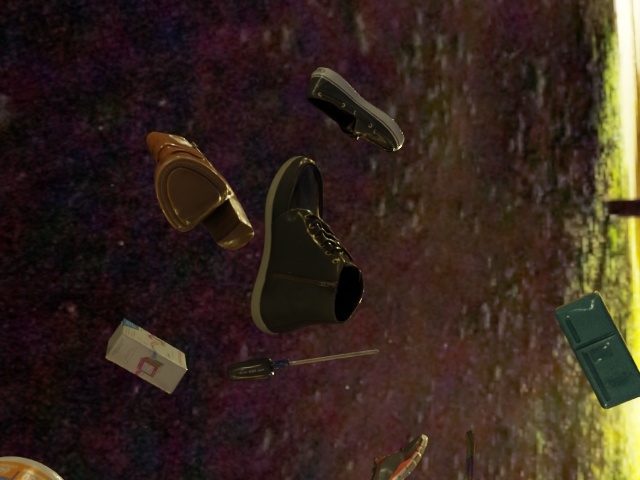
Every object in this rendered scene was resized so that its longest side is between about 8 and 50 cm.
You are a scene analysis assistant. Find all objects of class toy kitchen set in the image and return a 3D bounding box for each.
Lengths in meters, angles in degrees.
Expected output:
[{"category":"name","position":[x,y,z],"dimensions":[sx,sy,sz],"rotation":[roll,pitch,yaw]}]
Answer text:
[{"category":"toy kitchen set","position":[0.354,0.085,0.735],"dimensions":[0.122,0.207,0.166],"rotation":[65,19,11]}]

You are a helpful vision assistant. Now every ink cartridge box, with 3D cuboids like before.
[{"category":"ink cartridge box","position":[-0.283,0.189,1.198],"dimensions":[0.122,0.088,0.052],"rotation":[35,90,-17]}]

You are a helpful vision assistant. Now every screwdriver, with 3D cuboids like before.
[{"category":"screwdriver","position":[-0.021,0.131,0.805],"dimensions":[0.024,0.170,0.025],"rotation":[71,6,-63]}]

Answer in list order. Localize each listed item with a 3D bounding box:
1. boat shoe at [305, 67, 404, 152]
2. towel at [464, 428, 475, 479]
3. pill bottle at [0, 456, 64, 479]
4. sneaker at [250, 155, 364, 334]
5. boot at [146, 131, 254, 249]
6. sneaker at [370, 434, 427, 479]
[{"category":"boat shoe","position":[0.038,-0.140,0.842],"dimensions":[0.142,0.049,0.040],"rotation":[36,68,-28]},{"category":"towel","position":[0.196,0.293,0.969],"dimensions":[0.060,0.009,0.083],"rotation":[76,20,-73]},{"category":"pill bottle","position":[-0.374,0.359,0.754],"dimensions":[0.272,0.152,0.152],"rotation":[-66,148,-73]},{"category":"sneaker","position":[0.000,0.000,0.841],"dimensions":[0.083,0.118,0.222],"rotation":[32,59,-48]},{"category":"boot","position":[-0.225,-0.117,1.208],"dimensions":[0.220,0.109,0.283],"rotation":[53,8,27]},{"category":"sneaker","position":[0.128,0.399,1.314],"dimensions":[0.158,0.065,0.061],"rotation":[-43,152,-20]}]
